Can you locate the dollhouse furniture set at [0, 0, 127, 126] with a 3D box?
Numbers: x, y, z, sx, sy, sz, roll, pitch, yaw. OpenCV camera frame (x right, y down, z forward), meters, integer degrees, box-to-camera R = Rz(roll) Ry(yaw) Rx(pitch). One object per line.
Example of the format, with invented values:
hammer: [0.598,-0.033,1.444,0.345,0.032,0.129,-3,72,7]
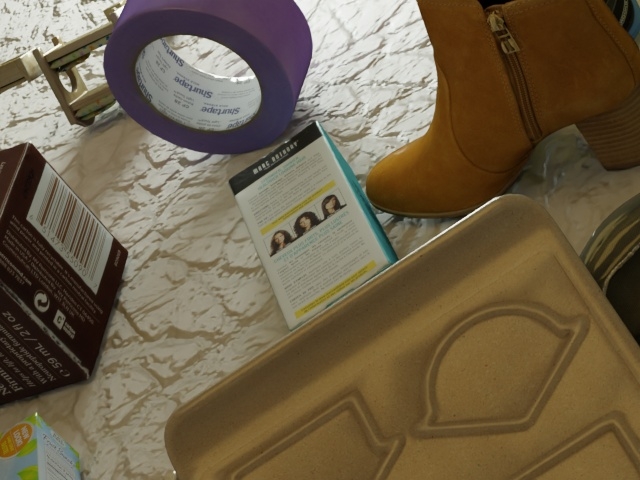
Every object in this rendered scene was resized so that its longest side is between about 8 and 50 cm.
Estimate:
dollhouse furniture set: [-0.246,-0.192,1.997,0.182,0.101,0.161,-21,13,25]

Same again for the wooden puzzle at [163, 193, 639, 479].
wooden puzzle: [0.092,0.184,1.193,0.322,0.080,0.348,-34,55,7]

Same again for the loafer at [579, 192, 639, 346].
loafer: [0.276,-0.004,1.267,0.251,0.094,0.087,-43,30,-7]

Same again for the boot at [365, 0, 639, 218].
boot: [0.119,-0.131,1.454,0.295,0.211,0.104,-11,42,34]

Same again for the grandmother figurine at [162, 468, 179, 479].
grandmother figurine: [-0.252,0.259,1.307,0.342,0.208,0.104,-17,35,4]

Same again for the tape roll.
tape roll: [-0.107,-0.175,1.732,0.189,0.189,0.080,-13,41,32]

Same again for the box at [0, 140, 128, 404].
box: [-0.320,0.043,1.693,0.203,0.168,0.167,-18,40,28]

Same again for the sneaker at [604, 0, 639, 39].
sneaker: [0.183,-0.170,1.557,0.188,0.078,0.067,-30,35,14]

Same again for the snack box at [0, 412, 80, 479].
snack box: [-0.281,0.266,1.489,0.174,0.070,0.207,-30,36,12]

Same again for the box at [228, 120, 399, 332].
box: [0.000,0.000,1.545,0.100,0.060,0.244,-34,35,6]
